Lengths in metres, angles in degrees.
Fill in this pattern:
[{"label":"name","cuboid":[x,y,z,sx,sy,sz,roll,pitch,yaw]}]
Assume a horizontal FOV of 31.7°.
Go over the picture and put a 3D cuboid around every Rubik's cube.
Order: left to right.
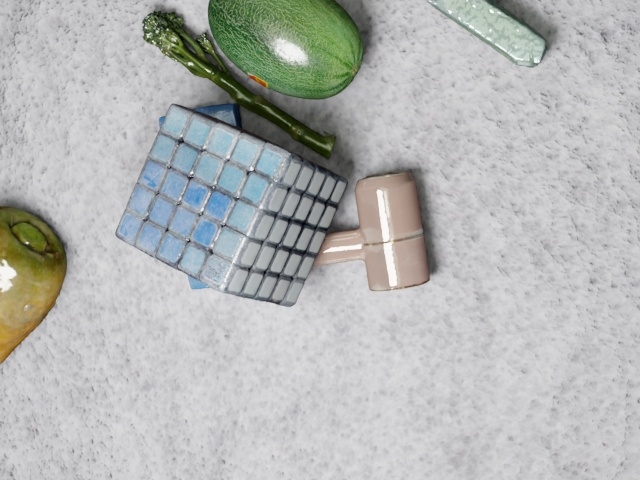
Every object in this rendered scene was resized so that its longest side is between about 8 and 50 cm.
[{"label":"Rubik's cube","cuboid":[-0.134,-0.051,1.769,0.237,0.238,0.237,25,95,27]}]

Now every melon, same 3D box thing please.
[{"label":"melon","cuboid":[-0.066,-0.339,1.818,0.288,0.182,0.182,34,104,5]}]

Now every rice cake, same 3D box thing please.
[{"label":"rice cake","cuboid":[0.271,-0.345,1.793,0.206,0.069,0.063,38,104,10]}]

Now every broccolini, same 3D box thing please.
[{"label":"broccolini","cuboid":[-0.133,-0.271,1.917,0.392,0.079,0.074,33,93,1]}]

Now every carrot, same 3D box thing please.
[{"label":"carrot","cuboid":[-0.604,0.108,1.994,0.224,0.224,0.340,43,110,5]}]

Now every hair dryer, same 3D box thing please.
[{"label":"hair dryer","cuboid":[0.000,0.000,1.873,0.344,0.107,0.189,-8,95,11]}]

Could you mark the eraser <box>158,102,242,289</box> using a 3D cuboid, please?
[{"label":"eraser","cuboid":[-0.184,-0.075,1.951,0.144,0.042,0.311,-8,95,14]}]
